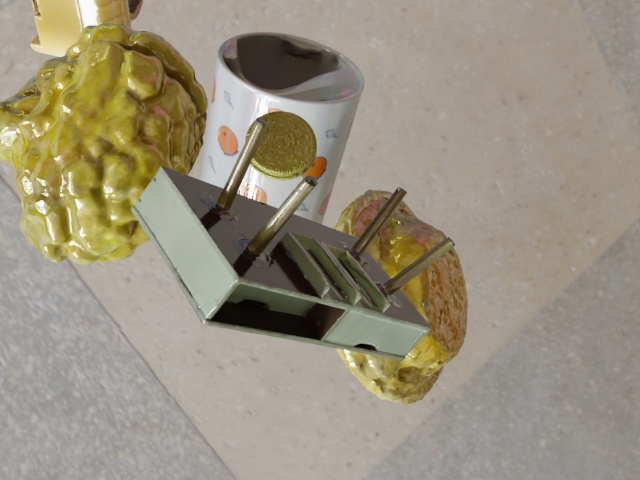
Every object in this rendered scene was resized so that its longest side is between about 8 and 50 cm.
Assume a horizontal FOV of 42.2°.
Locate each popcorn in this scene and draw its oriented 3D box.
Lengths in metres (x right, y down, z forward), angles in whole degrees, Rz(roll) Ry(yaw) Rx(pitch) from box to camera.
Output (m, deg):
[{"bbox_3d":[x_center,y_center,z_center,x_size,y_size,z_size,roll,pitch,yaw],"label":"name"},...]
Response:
[{"bbox_3d":[-0.218,-0.092,0.781,0.203,0.200,0.226,21,121,-1],"label":"popcorn"}]

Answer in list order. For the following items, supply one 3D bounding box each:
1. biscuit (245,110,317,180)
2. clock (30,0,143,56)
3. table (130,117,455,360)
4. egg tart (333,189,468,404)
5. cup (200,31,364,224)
[{"bbox_3d":[-0.044,-0.108,0.943,0.083,0.023,0.084,2,64,-4],"label":"biscuit"},{"bbox_3d":[-0.454,-0.536,1.664,0.200,0.244,0.317,9,46,2],"label":"clock"},{"bbox_3d":[0.000,0.000,0.629,0.111,0.122,0.240,-50,144,16],"label":"table"},{"bbox_3d":[0.131,0.079,1.186,0.319,0.128,0.319,14,72,-53],"label":"egg tart"},{"bbox_3d":[-0.074,-0.124,1.262,0.212,0.212,0.318,-4,130,-26],"label":"cup"}]
